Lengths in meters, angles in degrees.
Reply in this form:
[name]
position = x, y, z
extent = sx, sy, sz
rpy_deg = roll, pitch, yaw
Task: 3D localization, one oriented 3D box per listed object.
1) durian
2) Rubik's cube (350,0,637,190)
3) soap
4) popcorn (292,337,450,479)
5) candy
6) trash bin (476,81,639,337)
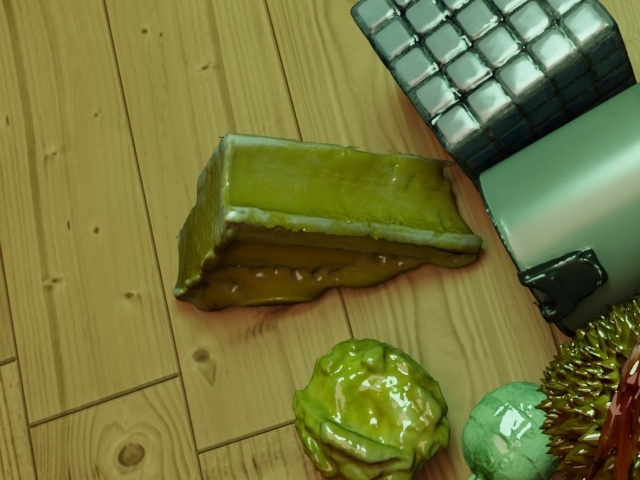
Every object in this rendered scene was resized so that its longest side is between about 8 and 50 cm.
[durian]
position = 0.395, 0.172, 1.135
extent = 0.384, 0.348, 0.347
rpy_deg = -9, 72, 42
[Rubik's cube]
position = 0.216, -0.224, 1.404
extent = 0.237, 0.237, 0.238
rpy_deg = -35, 67, 10
[soap]
position = 0.000, 0.000, 1.545
extent = 0.339, 0.304, 0.169
rpy_deg = 6, 68, -16
[popcorn]
position = 0.061, 0.219, 1.408
extent = 0.198, 0.155, 0.197
rpy_deg = -7, 56, 10
[candy]
position = 0.123, 0.340, 1.324
extent = 0.119, 0.119, 0.440
rpy_deg = 37, 79, 26
[trash bin]
position = 0.342, -0.045, 1.312
extent = 0.263, 0.277, 0.217
rpy_deg = -30, 110, 17
